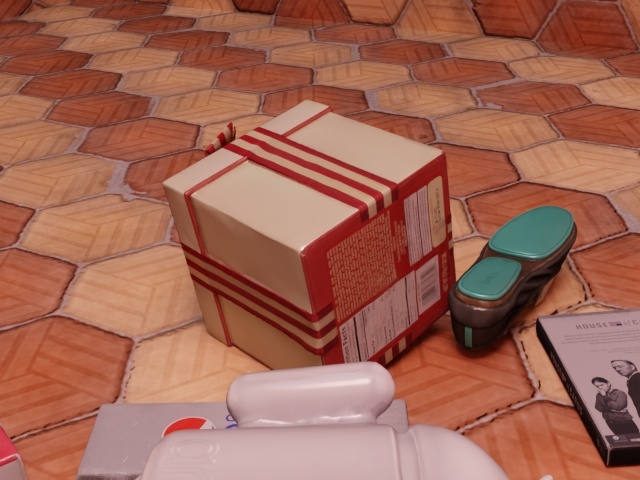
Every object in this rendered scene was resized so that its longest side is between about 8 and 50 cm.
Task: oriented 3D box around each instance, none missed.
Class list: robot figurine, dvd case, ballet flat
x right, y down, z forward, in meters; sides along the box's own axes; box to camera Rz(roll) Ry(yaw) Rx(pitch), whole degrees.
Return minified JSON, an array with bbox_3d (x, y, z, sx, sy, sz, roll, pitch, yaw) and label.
[{"bbox_3d":[-0.003,0.232,0.607,0.353,0.200,0.300,-2,67,1],"label":"robot figurine"},{"bbox_3d":[0.352,0.147,0.933,0.179,0.029,0.238,-4,27,-2],"label":"dvd case"},{"bbox_3d":[0.230,0.047,1.063,0.095,0.096,0.280,19,33,32],"label":"ballet flat"}]

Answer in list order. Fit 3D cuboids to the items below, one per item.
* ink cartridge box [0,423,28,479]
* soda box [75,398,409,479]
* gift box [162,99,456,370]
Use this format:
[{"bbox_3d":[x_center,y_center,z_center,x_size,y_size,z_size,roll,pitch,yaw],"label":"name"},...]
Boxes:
[{"bbox_3d":[-0.295,0.178,0.621,0.128,0.127,0.176,-20,34,-31],"label":"ink cartridge box"},{"bbox_3d":[-0.062,0.207,0.779,0.286,0.091,0.098,-2,28,2],"label":"soda box"},{"bbox_3d":[0.000,0.000,1.015,0.258,0.255,0.276,25,43,39],"label":"gift box"}]
